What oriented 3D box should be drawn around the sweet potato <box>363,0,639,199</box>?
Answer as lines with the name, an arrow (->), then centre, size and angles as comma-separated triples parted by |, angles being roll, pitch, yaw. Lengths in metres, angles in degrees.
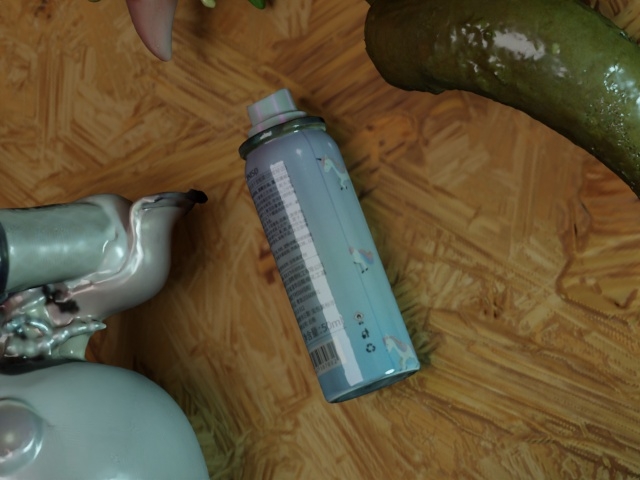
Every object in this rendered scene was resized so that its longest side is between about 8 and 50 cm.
sweet potato -> 0.129, -0.120, 1.263 | 0.310, 0.124, 0.098 | 30, 67, 26

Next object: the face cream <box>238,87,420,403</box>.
face cream -> 0.000, 0.000, 1.385 | 0.075, 0.075, 0.229 | -26, 79, 35

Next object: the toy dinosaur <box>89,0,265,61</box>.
toy dinosaur -> -0.127, -0.204, 1.386 | 0.152, 0.177, 0.194 | 35, 158, 20

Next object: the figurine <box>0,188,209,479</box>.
figurine -> -0.190, 0.141, 1.439 | 0.211, 0.253, 0.361 | -2, 85, 20
